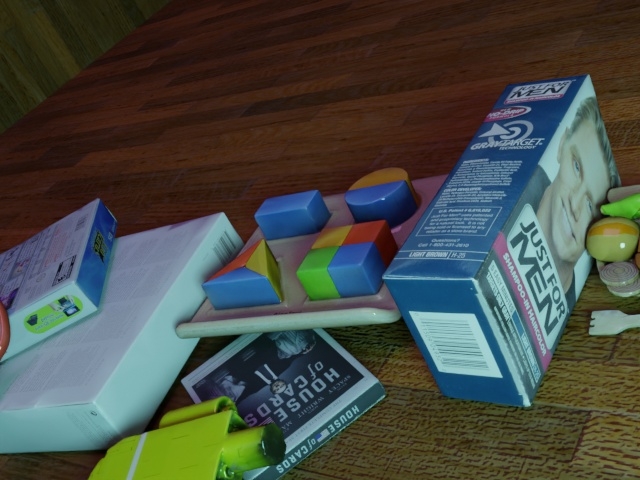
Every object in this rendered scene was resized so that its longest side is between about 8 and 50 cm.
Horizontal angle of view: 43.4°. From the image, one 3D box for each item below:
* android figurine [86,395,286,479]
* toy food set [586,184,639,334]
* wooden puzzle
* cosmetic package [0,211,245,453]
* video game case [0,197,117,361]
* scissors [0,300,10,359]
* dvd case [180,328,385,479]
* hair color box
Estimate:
[{"bbox_3d":[-0.162,0.273,0.828,0.273,0.056,0.248,-23,35,26],"label":"android figurine"},{"bbox_3d":[0.336,0.002,0.821,0.132,0.038,0.192,-10,47,38],"label":"toy food set"},{"bbox_3d":[0.000,0.000,1.081,0.322,0.080,0.348,-9,28,32],"label":"wooden puzzle"},{"bbox_3d":[-0.303,0.129,1.163,0.284,0.097,0.377,-9,35,31],"label":"cosmetic package"},{"bbox_3d":[-0.439,0.069,1.229,0.244,0.061,0.269,-27,28,8],"label":"video game case"},{"bbox_3d":[-0.430,0.199,1.037,0.109,0.021,0.297,-33,55,3],"label":"scissors"},{"bbox_3d":[-0.054,0.173,0.949,0.179,0.029,0.239,-36,29,-12],"label":"dvd case"},{"bbox_3d":[0.213,-0.013,0.862,0.105,0.174,0.347,-1,40,39],"label":"hair color box"}]
